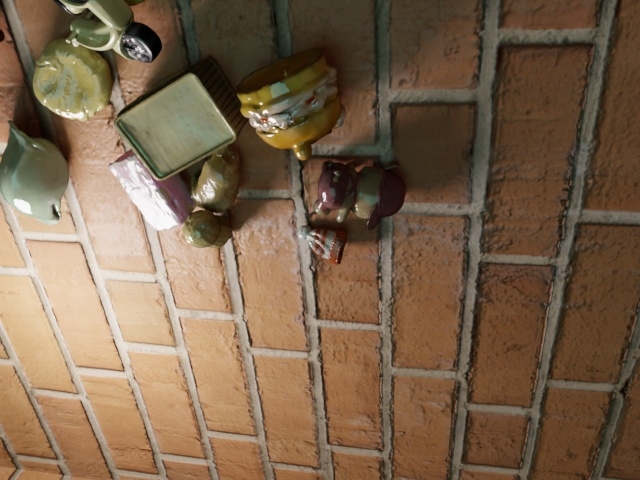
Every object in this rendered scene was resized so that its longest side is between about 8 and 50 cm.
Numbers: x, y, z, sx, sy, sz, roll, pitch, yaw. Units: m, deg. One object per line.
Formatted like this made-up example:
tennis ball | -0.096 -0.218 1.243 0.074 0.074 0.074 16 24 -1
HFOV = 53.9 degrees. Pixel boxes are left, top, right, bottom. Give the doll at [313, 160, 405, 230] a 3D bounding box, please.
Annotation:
doll | 0.116 -0.136 1.814 0.255 0.152 0.196 9 117 -6

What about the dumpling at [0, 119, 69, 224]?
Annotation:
dumpling | -0.905 -0.206 1.996 0.211 0.270 0.321 14 104 -23

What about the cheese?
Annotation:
cheese | -0.707 -0.461 1.812 0.213 0.117 0.226 27 122 -13

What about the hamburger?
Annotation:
hamburger | -0.065 -0.349 1.648 0.276 0.276 0.237 -14 117 22

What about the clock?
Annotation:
clock | -0.600 -0.610 1.614 0.276 0.120 0.379 8 147 35

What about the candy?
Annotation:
candy | -0.510 -0.170 1.946 0.155 0.116 0.265 -9 122 41

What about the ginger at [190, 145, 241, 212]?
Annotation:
ginger | -0.311 -0.175 1.900 0.152 0.138 0.267 38 129 -8

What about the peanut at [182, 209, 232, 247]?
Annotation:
peanut | -0.349 -0.035 1.954 0.123 0.256 0.124 0 90 9

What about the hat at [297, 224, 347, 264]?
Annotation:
hat | 0.000 0.000 1.976 0.162 0.093 0.112 18 115 8

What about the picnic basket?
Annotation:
picnic basket | -0.390 -0.345 1.782 0.312 0.175 0.228 -24 115 22

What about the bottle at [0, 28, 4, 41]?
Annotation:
bottle | -1.021 -0.573 1.814 0.245 0.104 0.104 -5 123 16

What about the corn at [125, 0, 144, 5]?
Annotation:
corn | -0.421 -0.685 1.600 0.244 0.093 0.093 -22 117 25
